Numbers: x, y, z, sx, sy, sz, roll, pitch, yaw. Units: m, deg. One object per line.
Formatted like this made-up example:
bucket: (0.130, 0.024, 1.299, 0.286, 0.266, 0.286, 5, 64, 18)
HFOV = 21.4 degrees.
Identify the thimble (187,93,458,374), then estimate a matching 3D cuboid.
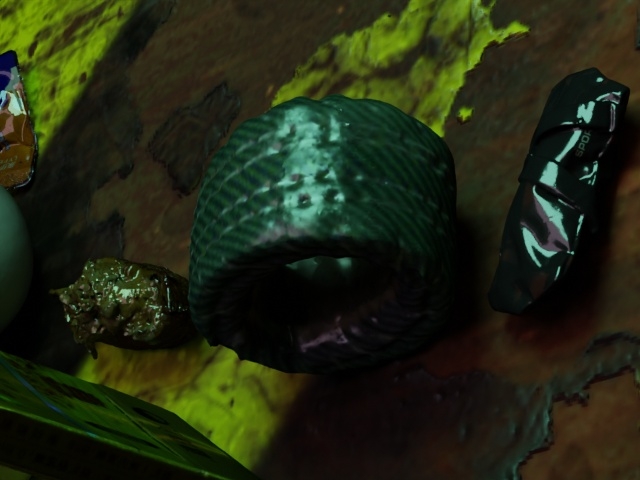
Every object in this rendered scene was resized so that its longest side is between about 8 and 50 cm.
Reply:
thimble: (0.003, 0.000, 0.808, 0.135, 0.118, 0.090, -42, 36, 47)

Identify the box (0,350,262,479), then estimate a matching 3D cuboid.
box: (-0.120, 0.092, 0.827, 0.121, 0.193, 0.030, 28, 93, 51)

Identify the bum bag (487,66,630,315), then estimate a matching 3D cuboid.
bum bag: (0.108, -0.023, 0.770, 0.058, 0.034, 0.124, -12, 59, 60)

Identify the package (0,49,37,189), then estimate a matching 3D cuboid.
package: (-0.229, -0.075, 1.173, 0.077, 0.033, 0.111, -16, 69, 14)

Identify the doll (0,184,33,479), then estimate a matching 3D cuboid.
doll: (-0.250, 0.053, 1.029, 0.251, 0.221, 0.221, 37, 98, 28)

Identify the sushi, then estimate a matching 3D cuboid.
sushi: (-0.112, 0.035, 0.959, 0.118, 0.060, 0.061, -15, 63, 44)
